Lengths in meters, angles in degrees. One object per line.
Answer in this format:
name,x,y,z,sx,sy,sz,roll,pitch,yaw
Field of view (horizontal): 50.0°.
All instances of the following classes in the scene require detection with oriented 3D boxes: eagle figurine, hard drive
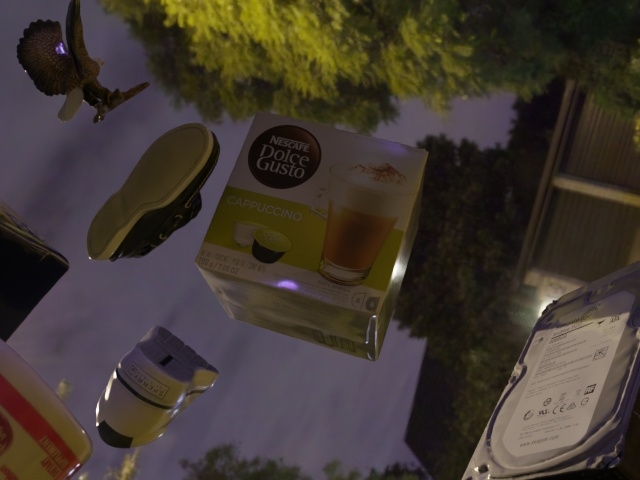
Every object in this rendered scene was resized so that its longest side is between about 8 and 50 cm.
eagle figurine,-0.588,-0.433,1.642,0.226,0.298,0.225,-37,16,-10
hard drive,0.311,0.163,0.802,0.339,0.064,0.237,-48,5,-37

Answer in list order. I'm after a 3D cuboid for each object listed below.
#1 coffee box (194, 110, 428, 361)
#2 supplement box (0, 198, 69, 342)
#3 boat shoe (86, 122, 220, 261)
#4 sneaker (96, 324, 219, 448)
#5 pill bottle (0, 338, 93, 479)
coffee box,0.000,0.000,1.346,0.338,0.337,0.335,78,-151,-66
supplement box,-0.464,-0.028,0.683,0.195,0.356,0.194,-52,-28,-9
boat shoe,-0.259,-0.065,1.152,0.113,0.127,0.340,18,-51,-44
sneaker,-0.175,0.151,0.719,0.091,0.094,0.258,-51,-5,-4
pill bottle,-0.316,0.197,0.470,0.283,0.160,0.160,-46,-31,-29
